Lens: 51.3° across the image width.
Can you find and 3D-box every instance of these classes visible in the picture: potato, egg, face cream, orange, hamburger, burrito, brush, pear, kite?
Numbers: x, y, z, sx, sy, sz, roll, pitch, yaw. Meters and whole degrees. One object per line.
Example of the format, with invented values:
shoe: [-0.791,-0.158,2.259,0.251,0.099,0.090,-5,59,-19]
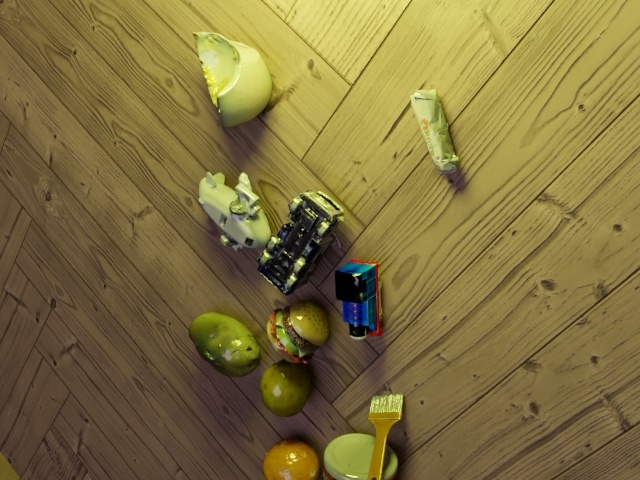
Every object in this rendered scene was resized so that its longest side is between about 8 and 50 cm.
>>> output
potato: [-0.290,0.312,1.994,0.248,0.143,0.169,32,110,22]
egg: [-0.209,-0.411,1.700,0.206,0.162,0.271,83,167,-51]
face cream: [0.103,0.657,1.811,0.201,0.201,0.187,16,114,29]
orange: [-0.087,0.679,1.978,0.177,0.155,0.177,2,95,26]
hamburger: [-0.051,0.237,1.809,0.137,0.175,0.175,-39,82,22]
burrito: [0.261,-0.246,1.503,0.064,0.064,0.203,-18,93,36]
brush: [0.155,0.527,1.728,0.103,0.272,0.013,-14,136,35]
pear: [-0.101,0.416,1.901,0.149,0.149,0.162,17,108,28]
kite: [0.000,0.000,1.786,0.139,0.011,0.157,23,116,28]

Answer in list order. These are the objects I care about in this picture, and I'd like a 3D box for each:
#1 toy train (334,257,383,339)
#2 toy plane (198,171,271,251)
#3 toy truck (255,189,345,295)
toy train: [0.101,0.154,1.692,0.083,0.131,0.204,6,108,31]
toy plane: [-0.238,-0.083,1.846,0.267,0.122,0.267,29,137,31]
toy truck: [-0.041,-0.001,1.716,0.124,0.155,0.268,40,118,16]
